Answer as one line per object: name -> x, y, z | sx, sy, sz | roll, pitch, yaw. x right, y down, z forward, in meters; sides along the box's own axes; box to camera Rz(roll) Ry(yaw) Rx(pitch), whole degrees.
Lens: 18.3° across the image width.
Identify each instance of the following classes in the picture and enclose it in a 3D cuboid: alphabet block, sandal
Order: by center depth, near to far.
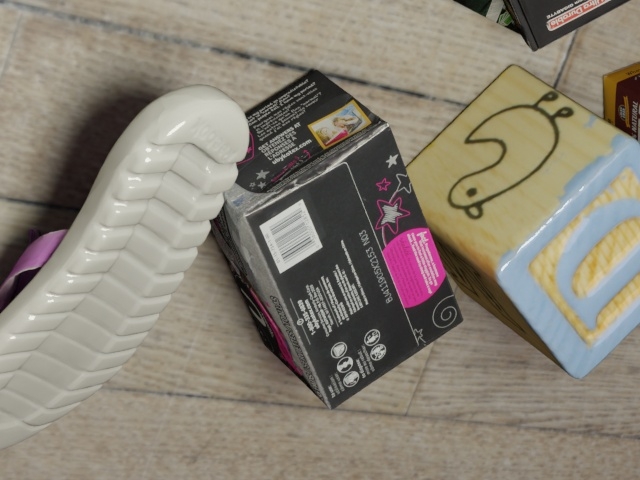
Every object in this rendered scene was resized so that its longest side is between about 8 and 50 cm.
sandal -> -0.206, 0.021, 1.738 | 0.416, 0.102, 0.169 | -51, 146, 18
alphabet block -> 0.219, -0.019, 1.928 | 0.192, 0.197, 0.193 | -44, 130, -6

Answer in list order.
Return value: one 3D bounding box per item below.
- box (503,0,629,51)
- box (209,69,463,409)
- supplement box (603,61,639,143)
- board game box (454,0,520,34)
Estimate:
box -> 0.267, -0.335, 1.738 | 0.295, 0.073, 0.293 | -27, 142, 4
box -> 0.000, 0.000, 1.832 | 0.163, 0.142, 0.247 | -33, 127, -13
supplement box -> 0.421, -0.106, 2.013 | 0.191, 0.194, 0.129 | -22, 125, -22
board game box -> 0.239, -0.305, 1.845 | 0.136, 0.030, 0.260 | 23, 119, -37
